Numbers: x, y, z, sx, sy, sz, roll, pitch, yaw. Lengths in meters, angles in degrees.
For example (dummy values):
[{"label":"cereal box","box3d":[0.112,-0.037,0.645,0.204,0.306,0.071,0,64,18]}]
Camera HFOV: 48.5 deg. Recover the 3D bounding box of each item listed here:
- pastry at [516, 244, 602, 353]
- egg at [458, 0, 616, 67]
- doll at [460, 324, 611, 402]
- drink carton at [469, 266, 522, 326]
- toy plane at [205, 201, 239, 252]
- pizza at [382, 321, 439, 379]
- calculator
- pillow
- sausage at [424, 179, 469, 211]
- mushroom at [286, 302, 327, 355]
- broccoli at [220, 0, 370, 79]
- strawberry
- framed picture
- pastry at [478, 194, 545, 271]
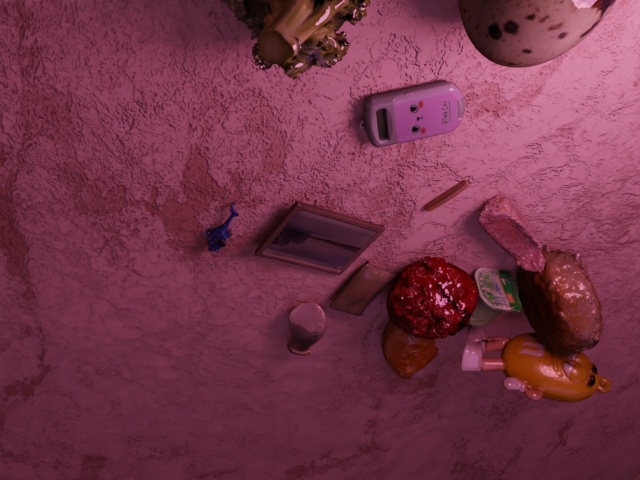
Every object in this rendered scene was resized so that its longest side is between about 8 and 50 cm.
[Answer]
[{"label":"pastry","box3d":[0.683,0.183,2.043,0.136,0.330,0.330,-17,139,-8]},{"label":"egg","box3d":[0.389,-0.482,1.262,0.287,0.288,0.379,5,150,-17]},{"label":"doll","box3d":[0.633,0.357,2.191,0.423,0.348,0.161,-6,130,-6]},{"label":"drink carton","box3d":[0.491,0.179,2.126,0.144,0.146,0.142,10,142,-22]},{"label":"toy plane","box3d":[-0.250,-0.028,1.800,0.062,0.054,0.167,34,126,-8]},{"label":"pizza","box3d":[0.290,0.335,2.296,0.182,0.074,0.365,-11,138,2]},{"label":"calculator","box3d":[0.206,-0.287,1.615,0.246,0.045,0.141,-11,138,1]},{"label":"pillow","box3d":[0.119,0.147,2.065,0.119,0.053,0.208,16,128,-31]},{"label":"sausage","box3d":[0.327,-0.114,1.846,0.132,0.024,0.024,-35,133,23]},{"label":"mushroom","box3d":[-0.041,0.271,2.149,0.116,0.093,0.225,7,146,1]},{"label":"broccoli","box3d":[-0.046,-0.431,1.276,0.260,0.235,0.288,-41,131,-18]},{"label":"strawberry","box3d":[0.321,0.177,2.021,0.274,0.220,0.274,-9,138,-8]},{"label":"framed picture","box3d":[0.000,0.000,1.882,0.289,0.016,0.213,15,132,-35]},{"label":"pastry","box3d":[0.519,-0.025,1.928,0.103,0.112,0.265,-22,127,29]}]
